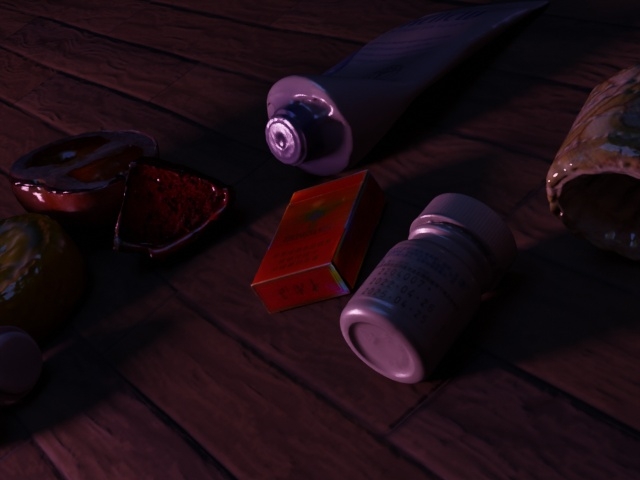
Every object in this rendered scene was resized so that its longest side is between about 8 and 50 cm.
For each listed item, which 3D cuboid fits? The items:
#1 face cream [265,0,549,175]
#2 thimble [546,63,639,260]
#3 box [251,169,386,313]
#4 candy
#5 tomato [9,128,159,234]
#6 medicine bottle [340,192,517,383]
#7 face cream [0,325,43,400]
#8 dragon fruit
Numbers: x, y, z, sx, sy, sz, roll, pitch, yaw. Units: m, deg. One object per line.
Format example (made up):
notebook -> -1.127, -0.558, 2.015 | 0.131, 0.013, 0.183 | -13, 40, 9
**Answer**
face cream -> 0.092, -0.217, 1.672 | 0.420, 0.137, 0.235 | -37, 24, -34
thimble -> 0.311, -0.070, 1.150 | 0.190, 0.137, 0.143 | 10, 48, 37
box -> 0.001, 0.001, 1.441 | 0.112, 0.048, 0.175 | -16, 32, 31
candy -> -0.436, 0.071, 1.709 | 0.260, 0.118, 0.260 | -20, 34, 14
tomato -> -0.323, -0.077, 1.828 | 0.228, 0.112, 0.199 | 18, 40, 42
medicine bottle -> 0.102, 0.045, 1.207 | 0.105, 0.105, 0.168 | 3, 44, 48
face cream -> -0.392, 0.151, 1.551 | 0.095, 0.091, 0.091 | -10, 35, 43
dragon fruit -> -0.187, -0.039, 1.673 | 0.161, 0.120, 0.127 | 12, 10, 7
